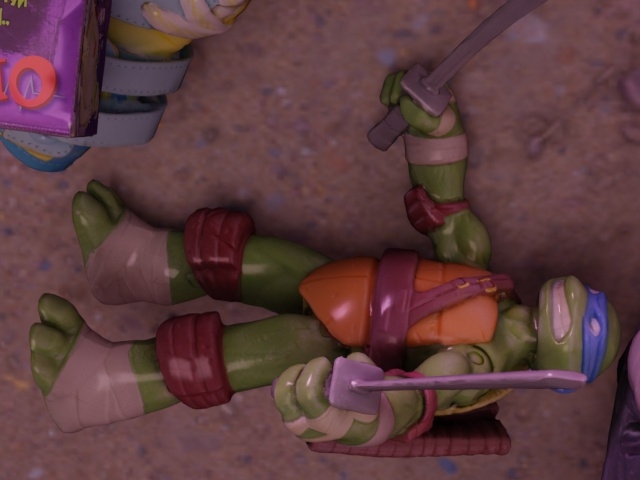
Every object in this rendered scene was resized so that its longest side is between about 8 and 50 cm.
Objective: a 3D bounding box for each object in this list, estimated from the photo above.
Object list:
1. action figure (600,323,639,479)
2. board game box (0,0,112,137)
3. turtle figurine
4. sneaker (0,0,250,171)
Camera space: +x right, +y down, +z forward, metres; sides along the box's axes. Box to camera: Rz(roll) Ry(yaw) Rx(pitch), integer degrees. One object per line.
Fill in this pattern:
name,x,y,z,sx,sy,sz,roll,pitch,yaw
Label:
action figure,0.158,0.113,0.686,0.178,0.330,0.341,10,153,31
board game box,-0.251,-0.166,0.626,0.347,0.056,0.208,9,92,5
turtle figurine,0.000,0.000,0.710,0.266,0.275,0.198,-3,75,12
sneaker,-0.049,-0.120,0.708,0.319,0.127,0.208,12,109,13
